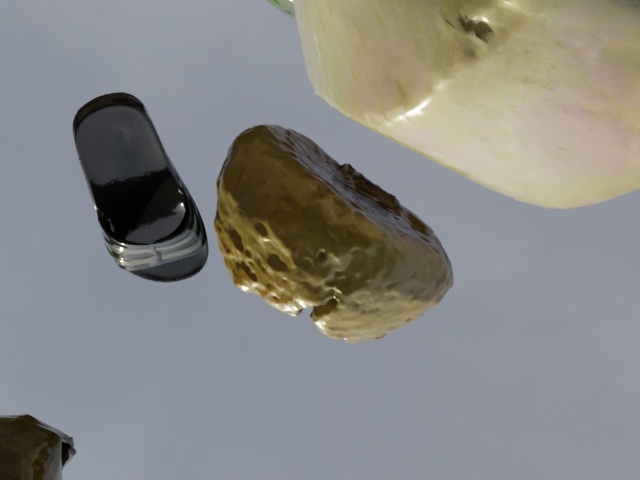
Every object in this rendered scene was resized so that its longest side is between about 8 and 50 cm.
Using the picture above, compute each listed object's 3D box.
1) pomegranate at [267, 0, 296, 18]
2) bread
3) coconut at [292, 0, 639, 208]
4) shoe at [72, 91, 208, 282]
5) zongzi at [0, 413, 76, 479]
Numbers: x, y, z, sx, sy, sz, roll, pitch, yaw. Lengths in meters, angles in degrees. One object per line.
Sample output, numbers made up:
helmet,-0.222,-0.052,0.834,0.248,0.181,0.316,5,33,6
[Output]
pomegranate,-0.006,-0.357,1.273,0.236,0.236,0.302,-33,-88,17
bread,0.000,0.000,1.227,0.244,0.244,0.134,42,-75,39
coconut,0.124,-0.193,0.727,0.352,0.352,0.353,-15,-119,28
shoe,-0.122,-0.020,0.908,0.071,0.179,0.049,-20,-133,-4
zongzi,-0.380,0.249,1.234,0.289,0.260,0.123,13,-140,4
